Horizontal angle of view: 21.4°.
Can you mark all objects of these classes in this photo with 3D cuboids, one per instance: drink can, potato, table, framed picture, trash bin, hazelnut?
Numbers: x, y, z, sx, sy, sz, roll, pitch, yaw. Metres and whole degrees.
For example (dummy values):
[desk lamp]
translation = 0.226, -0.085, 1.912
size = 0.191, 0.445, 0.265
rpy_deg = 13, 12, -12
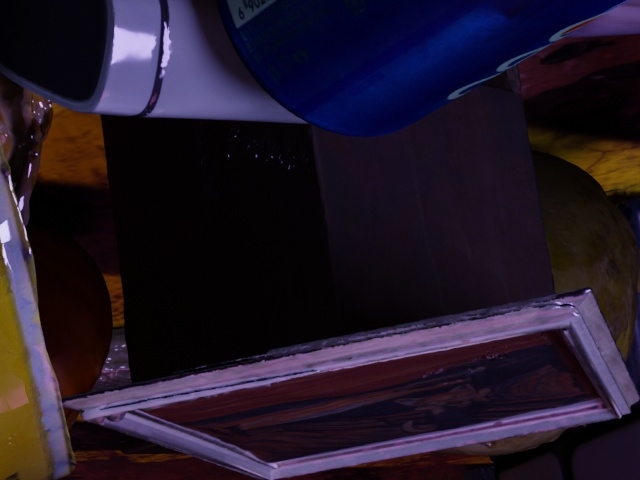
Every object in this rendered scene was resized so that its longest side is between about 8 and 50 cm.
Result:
[drink can]
translation = 0.055, -0.120, 0.610
size = 0.118, 0.118, 0.205
rpy_deg = 3, 163, -35
[potato]
translation = 0.055, 0.045, 1.079
size = 0.307, 0.210, 0.173
rpy_deg = -5, 140, 13
[table]
translation = 0.000, 0.000, 0.876
size = 0.169, 0.193, 0.172
rpy_deg = 6, 160, -44
[framed picture]
translation = 0.031, 0.075, 0.765
size = 0.216, 0.016, 0.273
rpy_deg = -12, 164, 12
[trash bin]
translation = -0.059, -0.085, 0.720
size = 0.130, 0.059, 0.116
rpy_deg = 1, -164, -35
[hazelnut]
translation = -0.220, 0.068, 1.067
size = 0.182, 0.182, 0.182
rpy_deg = -8, 165, -2

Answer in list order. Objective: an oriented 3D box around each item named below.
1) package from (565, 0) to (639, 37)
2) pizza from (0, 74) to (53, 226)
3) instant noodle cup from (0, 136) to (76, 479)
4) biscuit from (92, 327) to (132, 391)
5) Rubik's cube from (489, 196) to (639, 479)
[package]
translation = 0.198, -0.121, 0.715
size = 0.204, 0.062, 0.251
rpy_deg = -7, -170, -7
[pizza]
translation = -0.194, 0.034, 0.830
size = 0.074, 0.251, 0.287
rpy_deg = 14, 151, -11
[instant noodle cup]
translation = -0.234, -0.003, 0.564
size = 0.254, 0.325, 0.325
rpy_deg = -14, 166, -12
[biscuit]
translation = -0.168, 0.115, 1.487
size = 0.252, 0.052, 0.150
rpy_deg = -5, 164, -14
[Rubik's cube]
translation = 0.331, 0.144, 1.364
size = 0.318, 0.316, 0.313
rpy_deg = -2, 165, -18
